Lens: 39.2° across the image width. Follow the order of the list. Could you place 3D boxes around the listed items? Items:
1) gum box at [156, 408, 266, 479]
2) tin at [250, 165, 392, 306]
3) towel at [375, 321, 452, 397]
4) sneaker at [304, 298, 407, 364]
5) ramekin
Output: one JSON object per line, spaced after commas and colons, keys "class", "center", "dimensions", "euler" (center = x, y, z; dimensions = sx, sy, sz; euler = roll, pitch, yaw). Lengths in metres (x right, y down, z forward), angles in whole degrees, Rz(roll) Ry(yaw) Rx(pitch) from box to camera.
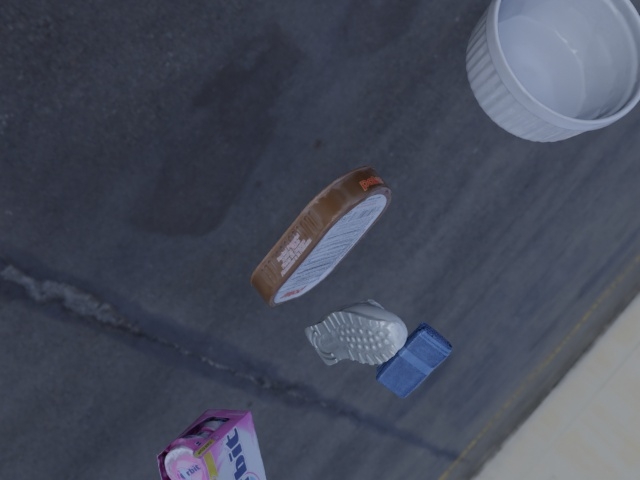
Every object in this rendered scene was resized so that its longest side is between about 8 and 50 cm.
{"class": "gum box", "center": [-0.112, 0.290, 1.011], "dimensions": [0.107, 0.062, 0.188], "euler": [-37, 119, -59]}
{"class": "tin", "center": [0.000, 0.000, 0.919], "dimensions": [0.106, 0.040, 0.189], "euler": [-11, 149, -50]}
{"class": "towel", "center": [0.145, 0.188, 1.402], "dimensions": [0.119, 0.067, 0.029], "euler": [-49, -173, 17]}
{"class": "sneaker", "center": [0.063, 0.119, 1.283], "dimensions": [0.095, 0.090, 0.235], "euler": [-31, -171, -26]}
{"class": "ramekin", "center": [0.272, -0.215, 1.064], "dimensions": [0.207, 0.207, 0.109], "euler": [-38, 180, -23]}
